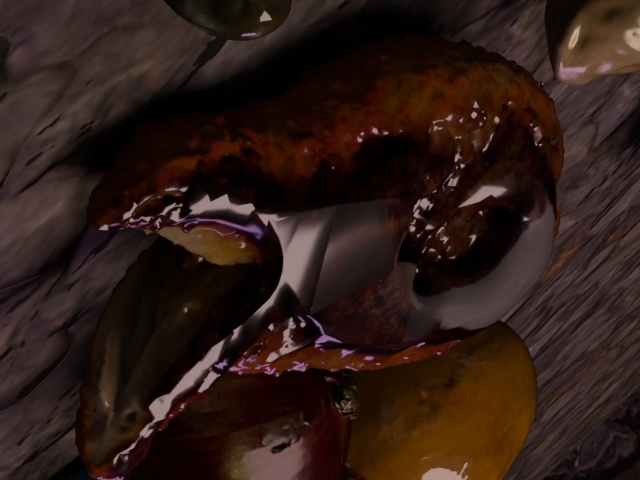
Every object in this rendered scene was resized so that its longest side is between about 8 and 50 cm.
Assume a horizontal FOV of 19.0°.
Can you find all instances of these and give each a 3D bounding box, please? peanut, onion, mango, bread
[{"bbox_3d":[0.170,-0.129,0.860,0.187,0.082,0.082,-38,164,-16],"label":"peanut"},{"bbox_3d":[-0.034,0.074,0.807,0.118,0.118,0.117,-47,151,12],"label":"onion"},{"bbox_3d":[0.057,0.116,1.182,0.176,0.119,0.317,-49,173,10],"label":"mango"},{"bbox_3d":[0.003,-0.008,0.733,0.269,0.095,0.139,-14,119,-41],"label":"bread"}]

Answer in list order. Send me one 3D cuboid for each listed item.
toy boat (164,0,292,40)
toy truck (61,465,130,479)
[{"bbox_3d":[0.009,-0.132,0.429,0.185,0.077,0.075,-49,165,21],"label":"toy boat"},{"bbox_3d":[-0.080,0.226,1.051,0.162,0.161,0.385,-24,159,-22],"label":"toy truck"}]
